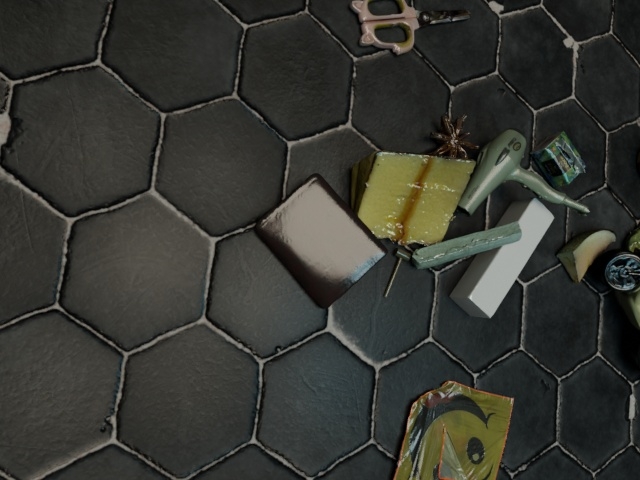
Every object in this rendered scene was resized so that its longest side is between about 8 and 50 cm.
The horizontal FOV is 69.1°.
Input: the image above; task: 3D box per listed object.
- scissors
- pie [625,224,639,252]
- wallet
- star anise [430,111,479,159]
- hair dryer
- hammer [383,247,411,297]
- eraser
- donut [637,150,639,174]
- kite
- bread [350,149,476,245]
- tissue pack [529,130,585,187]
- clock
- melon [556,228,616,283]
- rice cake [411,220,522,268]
[{"bbox_3d":[0.220,-0.514,1.074,0.318,0.024,0.160,-15,91,-20],"label":"scissors"},{"bbox_3d":[0.938,0.075,1.257,0.307,0.071,0.306,2,84,-19],"label":"pie"},{"bbox_3d":[0.000,0.000,0.935,0.182,0.049,0.229,-42,99,-2],"label":"wallet"},{"bbox_3d":[0.299,-0.225,1.068,0.141,0.042,0.141,1,88,-27],"label":"star anise"},{"bbox_3d":[0.428,-0.098,1.040,0.229,0.092,0.267,-35,77,-4],"label":"hair dryer"},{"bbox_3d":[0.160,0.072,1.012,0.036,0.019,0.110,26,83,-16],"label":"hammer"},{"bbox_3d":[0.419,0.037,1.072,0.076,0.078,0.298,42,74,-12],"label":"eraser"},{"bbox_3d":[0.942,-0.211,1.286,0.141,0.059,0.140,1,86,-20],"label":"donut"},{"bbox_3d":[0.307,0.474,1.030,0.378,0.013,0.327,-24,94,-22],"label":"kite"},{"bbox_3d":[0.192,-0.081,0.969,0.240,0.135,0.178,3,85,-19],"label":"bread"},{"bbox_3d":[0.599,-0.203,1.153,0.085,0.079,0.111,-40,99,-19],"label":"tissue pack"},{"bbox_3d":[0.877,0.171,1.156,0.277,0.120,0.378,-20,100,13],"label":"clock"},{"bbox_3d":[0.687,0.016,1.183,0.182,0.054,0.098,-40,105,-17],"label":"melon"},{"bbox_3d":[0.317,0.012,1.017,0.245,0.045,0.042,-16,58,-1],"label":"rice cake"}]
